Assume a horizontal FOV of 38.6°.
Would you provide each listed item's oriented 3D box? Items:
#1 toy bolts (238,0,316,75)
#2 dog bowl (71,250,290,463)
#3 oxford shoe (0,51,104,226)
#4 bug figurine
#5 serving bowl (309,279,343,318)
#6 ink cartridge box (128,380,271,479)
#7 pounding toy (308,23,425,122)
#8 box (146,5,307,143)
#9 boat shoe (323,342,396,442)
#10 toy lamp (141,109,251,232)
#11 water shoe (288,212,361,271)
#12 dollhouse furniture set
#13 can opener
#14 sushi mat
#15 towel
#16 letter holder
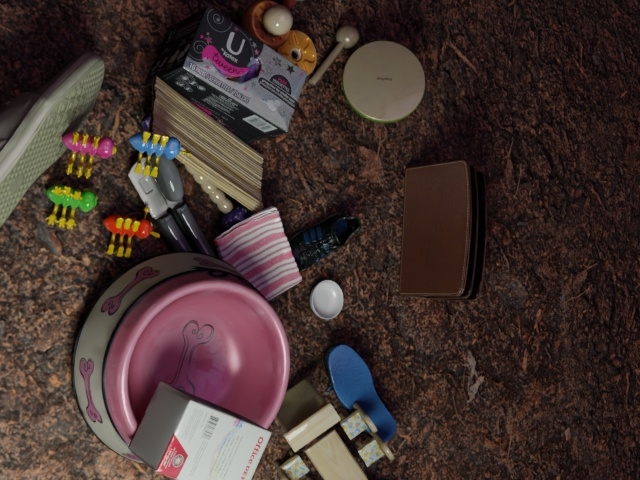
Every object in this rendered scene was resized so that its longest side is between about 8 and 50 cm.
[{"bbox_3d":[-0.049,-0.463,1.867,0.218,0.158,0.229,27,72,-32],"label":"toy bolts"},{"bbox_3d":[-0.232,0.229,1.663,0.408,0.150,0.408,-4,97,-32],"label":"dog bowl"},{"bbox_3d":[-0.518,-0.167,1.526,0.130,0.169,0.449,30,64,7],"label":"oxford shoe"},{"bbox_3d":[-0.362,-0.105,1.610,0.216,0.279,0.072,14,37,-19],"label":"bug figurine"},{"bbox_3d":[0.008,0.127,1.953,0.083,0.027,0.083,3,85,-36],"label":"serving bowl"},{"bbox_3d":[-0.200,0.336,1.529,0.176,0.127,0.128,31,79,-32],"label":"ink cartridge box"},{"bbox_3d":[0.110,-0.352,2.030,0.237,0.110,0.183,29,80,0],"label":"pounding toy"},{"bbox_3d":[-0.177,-0.314,1.762,0.247,0.163,0.142,28,70,-32],"label":"box"},{"bbox_3d":[0.066,0.329,1.951,0.109,0.089,0.258,-31,111,-20],"label":"boat shoe"},{"bbox_3d":[-0.243,-0.138,1.760,0.080,0.080,0.275,-48,116,-28],"label":"toy lamp"},{"bbox_3d":[0.000,0.000,1.922,0.203,0.080,0.073,-40,110,-31],"label":"water shoe"},{"bbox_3d":[0.013,0.417,1.812,0.212,0.161,0.242,-34,108,-8],"label":"dollhouse furniture set"},{"bbox_3d":[-0.270,-0.037,1.728,0.074,0.093,0.280,-36,113,-27],"label":"can opener"},{"bbox_3d":[-0.210,-0.176,1.742,0.316,0.019,0.151,35,40,-44],"label":"sushi mat"},{"bbox_3d":[-0.120,0.041,1.814,0.144,0.029,0.197,-30,125,-18],"label":"towel"},{"bbox_3d":[0.308,-0.019,2.064,0.152,0.214,0.302,8,82,-35],"label":"letter holder"}]
